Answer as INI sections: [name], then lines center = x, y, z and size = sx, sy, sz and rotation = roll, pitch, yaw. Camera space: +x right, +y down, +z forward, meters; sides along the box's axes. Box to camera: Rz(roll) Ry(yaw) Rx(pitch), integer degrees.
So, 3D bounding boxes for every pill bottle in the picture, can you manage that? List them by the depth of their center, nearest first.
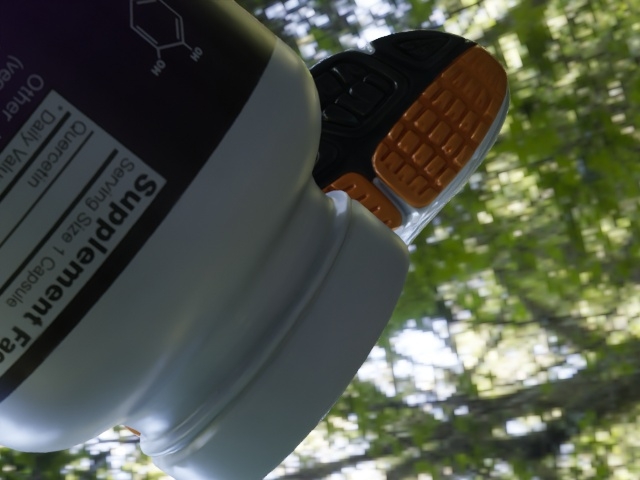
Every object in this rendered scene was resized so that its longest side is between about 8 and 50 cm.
[pill bottle]
center = -0.128, -0.050, 0.584
size = 0.323, 0.181, 0.181
rotation = 38, -117, -13

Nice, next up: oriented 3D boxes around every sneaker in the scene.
[sneaker]
center = 0.000, 0.000, 0.860
size = 0.262, 0.121, 0.099
rotation = -44, -111, 7
